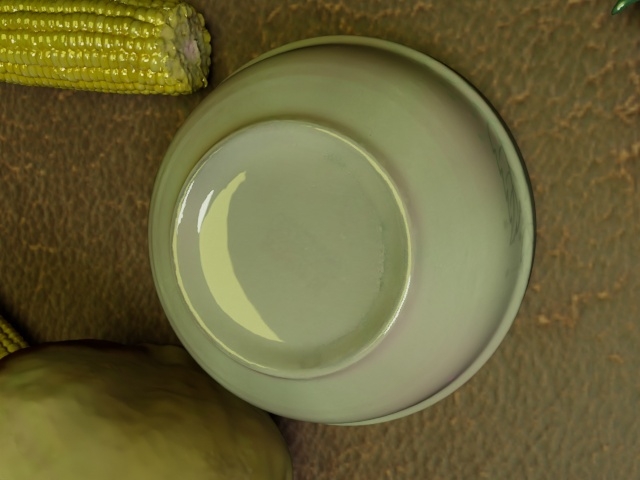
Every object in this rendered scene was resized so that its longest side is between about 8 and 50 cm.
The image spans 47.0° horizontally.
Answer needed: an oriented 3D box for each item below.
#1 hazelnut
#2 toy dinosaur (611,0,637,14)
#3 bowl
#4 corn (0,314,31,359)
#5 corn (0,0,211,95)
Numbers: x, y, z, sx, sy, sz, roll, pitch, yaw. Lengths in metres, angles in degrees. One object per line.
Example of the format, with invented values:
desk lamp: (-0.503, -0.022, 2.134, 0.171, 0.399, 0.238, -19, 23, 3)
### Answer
hazelnut: (-0.149, 0.180, 0.541, 0.261, 0.241, 0.261, 5, 127, 7)
toy dinosaur: (0.246, -0.257, 0.437, 0.120, 0.079, 0.292, 20, 98, 12)
bowl: (0.000, 0.000, 0.504, 0.287, 0.144, 0.287, 2, 98, 17)
corn: (-0.300, 0.096, 0.647, 0.206, 0.067, 0.067, 43, 106, 6)
corn: (-0.209, -0.161, 0.582, 0.248, 0.081, 0.081, 8, 98, 16)
